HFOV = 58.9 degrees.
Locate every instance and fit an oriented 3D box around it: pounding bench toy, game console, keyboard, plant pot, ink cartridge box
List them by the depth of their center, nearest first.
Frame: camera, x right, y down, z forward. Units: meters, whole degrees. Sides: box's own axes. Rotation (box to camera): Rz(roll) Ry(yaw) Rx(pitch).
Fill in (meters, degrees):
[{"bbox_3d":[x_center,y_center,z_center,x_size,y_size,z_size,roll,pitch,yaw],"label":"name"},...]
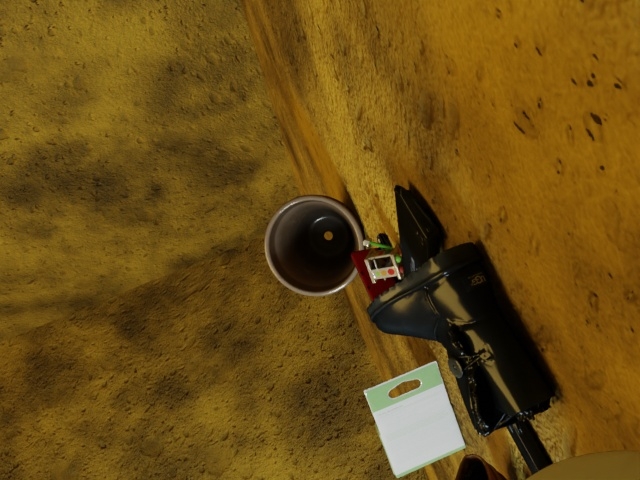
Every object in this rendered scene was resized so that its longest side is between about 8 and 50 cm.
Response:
[{"bbox_3d":[0.256,0.231,0.759,0.180,0.023,0.108,65,-179,29],"label":"keyboard"},{"bbox_3d":[0.175,0.069,0.891,0.317,0.033,0.201,71,176,-54],"label":"keyboard"},{"bbox_3d":[0.123,0.029,1.070,0.052,0.065,0.083,-50,-56,-57],"label":"pounding bench toy"},{"bbox_3d":[0.130,0.092,1.213,0.124,0.085,0.144,77,170,-66],"label":"game console"},{"bbox_3d":[0.200,0.379,1.228,0.056,0.171,0.235,-125,14,-74],"label":"ink cartridge box"},{"bbox_3d":[0.000,0.000,1.542,0.229,0.263,0.263,-41,-71,-77],"label":"plant pot"}]

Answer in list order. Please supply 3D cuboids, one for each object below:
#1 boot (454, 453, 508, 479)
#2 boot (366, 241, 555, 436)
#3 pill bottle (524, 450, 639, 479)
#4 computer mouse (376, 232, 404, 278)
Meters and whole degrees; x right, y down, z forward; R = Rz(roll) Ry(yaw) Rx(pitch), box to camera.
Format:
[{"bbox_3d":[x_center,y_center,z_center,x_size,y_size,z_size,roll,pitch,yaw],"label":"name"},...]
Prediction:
[{"bbox_3d":[0.267,0.482,0.847,0.220,0.109,0.283,56,-145,-40],"label":"boot"},{"bbox_3d":[0.160,0.140,0.705,0.207,0.094,0.246,68,154,16],"label":"boot"},{"bbox_3d":[0.216,0.330,0.360,0.224,0.224,0.392,-118,7,-58],"label":"pill bottle"},{"bbox_3d":[0.158,0.086,1.130,0.071,0.041,0.242,72,175,-55],"label":"computer mouse"}]
